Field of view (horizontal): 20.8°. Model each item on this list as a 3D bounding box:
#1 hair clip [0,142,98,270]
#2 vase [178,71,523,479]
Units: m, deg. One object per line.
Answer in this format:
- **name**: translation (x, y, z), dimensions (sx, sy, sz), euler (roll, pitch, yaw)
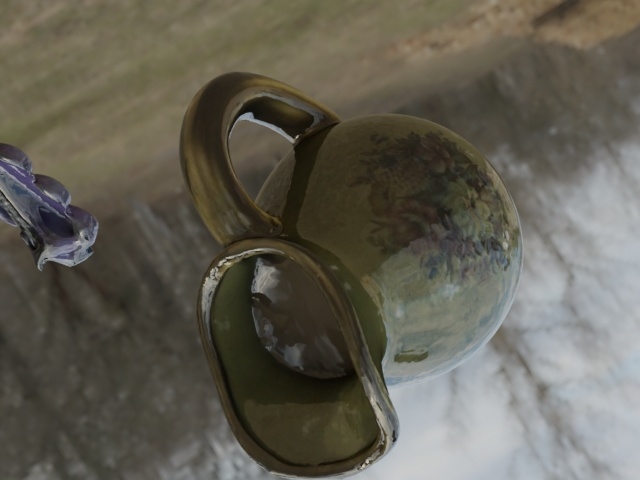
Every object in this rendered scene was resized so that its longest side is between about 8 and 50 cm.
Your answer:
- **hair clip**: translation (-0.275, -0.043, 1.471), dimensions (0.124, 0.195, 0.052), euler (-18, -146, 51)
- **vase**: translation (0.000, 0.000, 1.485), dimensions (0.241, 0.329, 0.302), euler (-34, -176, 41)
